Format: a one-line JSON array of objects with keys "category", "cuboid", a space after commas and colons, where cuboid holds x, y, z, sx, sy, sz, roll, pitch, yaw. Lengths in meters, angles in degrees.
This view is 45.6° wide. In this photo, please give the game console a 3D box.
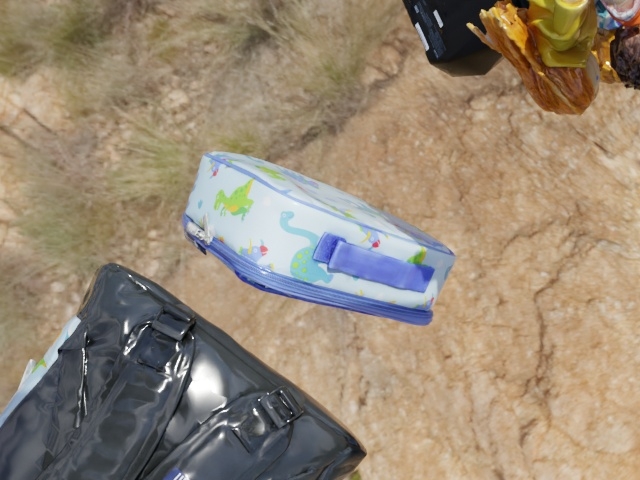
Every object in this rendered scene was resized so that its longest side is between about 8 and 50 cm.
[{"category": "game console", "cuboid": [0.116, -0.346, 0.720, 0.361, 0.044, 0.213, 68, 154, 8]}]

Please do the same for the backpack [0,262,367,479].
[{"category": "backpack", "cuboid": [-0.183, 0.248, 0.679, 0.290, 0.273, 0.355, 35, 71, -1]}]

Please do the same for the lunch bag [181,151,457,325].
[{"category": "lunch bag", "cuboid": [0.000, 0.000, 0.665, 0.176, 0.219, 0.090, 30, 100, 49]}]

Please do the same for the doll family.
[{"category": "doll family", "cuboid": [0.161, -0.160, 0.427, 0.118, 0.263, 0.163, 4, 119, 38]}]
